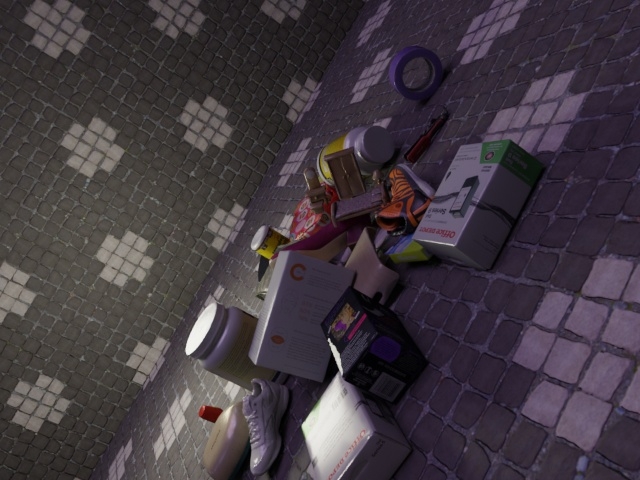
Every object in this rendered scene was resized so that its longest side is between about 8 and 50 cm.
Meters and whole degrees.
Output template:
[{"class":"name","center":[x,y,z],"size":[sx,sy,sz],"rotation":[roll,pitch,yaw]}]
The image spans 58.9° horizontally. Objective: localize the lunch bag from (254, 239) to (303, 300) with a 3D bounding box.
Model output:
[{"class":"lunch bag","center":[-0.103,0.134,2.139],"size":[0.235,0.168,0.287],"rotation":[-65,17,-17]}]

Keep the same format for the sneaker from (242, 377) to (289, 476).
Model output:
[{"class":"sneaker","center":[-0.192,0.568,1.750],"size":[0.114,0.152,0.305],"rotation":[-40,28,36]}]

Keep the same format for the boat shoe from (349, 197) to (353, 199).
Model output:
[{"class":"boat shoe","center":[0.134,-0.117,2.110],"size":[0.048,0.056,0.153],"rotation":[-51,28,7]}]

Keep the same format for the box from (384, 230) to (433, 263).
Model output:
[{"class":"box","center":[0.267,0.014,1.579],"size":[0.109,0.042,0.178],"rotation":[-42,13,-23]}]

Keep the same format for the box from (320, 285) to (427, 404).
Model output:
[{"class":"box","center":[0.125,0.257,1.434],"size":[0.143,0.165,0.270],"rotation":[-55,20,10]}]

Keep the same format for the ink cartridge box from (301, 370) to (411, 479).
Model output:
[{"class":"ink cartridge box","center":[0.073,0.463,1.336],"size":[0.198,0.114,0.273],"rotation":[-56,20,8]}]

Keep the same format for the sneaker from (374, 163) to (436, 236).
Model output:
[{"class":"sneaker","center":[0.233,-0.123,1.726],"size":[0.180,0.125,0.321],"rotation":[-36,22,3]}]

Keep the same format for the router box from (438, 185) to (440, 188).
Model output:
[{"class":"router box","center":[0.391,-0.158,1.592],"size":[0.122,0.038,0.092],"rotation":[-48,22,28]}]

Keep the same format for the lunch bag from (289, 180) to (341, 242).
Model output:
[{"class":"lunch bag","center":[-0.008,-0.109,2.330],"size":[0.258,0.120,0.293],"rotation":[-43,25,34]}]

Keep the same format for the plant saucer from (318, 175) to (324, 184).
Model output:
[{"class":"plant saucer","center":[0.014,-0.232,2.575],"size":[0.241,0.037,0.241],"rotation":[-47,24,28]}]

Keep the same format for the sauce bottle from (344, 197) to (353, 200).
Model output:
[{"class":"sauce bottle","center":[0.104,-0.141,2.231],"size":[0.042,0.042,0.128],"rotation":[-36,31,46]}]

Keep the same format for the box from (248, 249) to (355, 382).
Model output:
[{"class":"box","center":[-0.061,0.224,1.727],"size":[0.168,0.214,0.346],"rotation":[174,113,-75]}]

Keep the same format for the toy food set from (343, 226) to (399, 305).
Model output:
[{"class":"toy food set","center":[0.145,0.116,1.733],"size":[0.306,0.092,0.220],"rotation":[-103,36,-64]}]

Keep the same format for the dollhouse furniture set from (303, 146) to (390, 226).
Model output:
[{"class":"dollhouse furniture set","center":[0.068,-0.171,1.940],"size":[0.303,0.174,0.356],"rotation":[-17,24,12]}]

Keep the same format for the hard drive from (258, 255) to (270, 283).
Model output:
[{"class":"hard drive","center":[-0.228,0.098,2.640],"size":[0.172,0.054,0.255],"rotation":[-49,22,24]}]

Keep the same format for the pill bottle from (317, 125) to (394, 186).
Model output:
[{"class":"pill bottle","center":[0.137,-0.330,2.209],"size":[0.334,0.187,0.188],"rotation":[-17,46,62]}]

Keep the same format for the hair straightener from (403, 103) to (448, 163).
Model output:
[{"class":"hair straightener","center":[0.360,-0.370,1.951],"size":[0.230,0.047,0.089],"rotation":[-57,21,5]}]

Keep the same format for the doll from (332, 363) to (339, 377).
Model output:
[{"class":"doll","center":[0.064,0.363,1.598],"size":[0.129,0.046,0.189],"rotation":[-49,14,49]}]

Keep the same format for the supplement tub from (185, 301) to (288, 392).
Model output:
[{"class":"supplement tub","center":[-0.274,0.373,1.964],"size":[0.235,0.324,0.235],"rotation":[-47,23,27]}]

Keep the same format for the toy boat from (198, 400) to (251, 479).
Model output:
[{"class":"toy boat","center":[-0.310,0.657,1.948],"size":[0.318,0.148,0.268],"rotation":[22,86,62]}]

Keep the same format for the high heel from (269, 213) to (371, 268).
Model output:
[{"class":"high heel","center":[0.000,0.000,1.992],"size":[0.377,0.127,0.181],"rotation":[-12,44,10]}]

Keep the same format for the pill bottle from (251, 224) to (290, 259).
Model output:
[{"class":"pill bottle","center":[-0.174,0.035,2.372],"size":[0.117,0.215,0.117],"rotation":[-48,23,27]}]

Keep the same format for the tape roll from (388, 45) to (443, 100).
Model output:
[{"class":"tape roll","center":[0.356,-0.625,2.121],"size":[0.189,0.189,0.080],"rotation":[-52,22,16]}]

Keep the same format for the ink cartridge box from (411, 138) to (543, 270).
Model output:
[{"class":"ink cartridge box","center":[0.380,-0.090,1.399],"size":[0.289,0.121,0.211],"rotation":[-61,20,-6]}]
